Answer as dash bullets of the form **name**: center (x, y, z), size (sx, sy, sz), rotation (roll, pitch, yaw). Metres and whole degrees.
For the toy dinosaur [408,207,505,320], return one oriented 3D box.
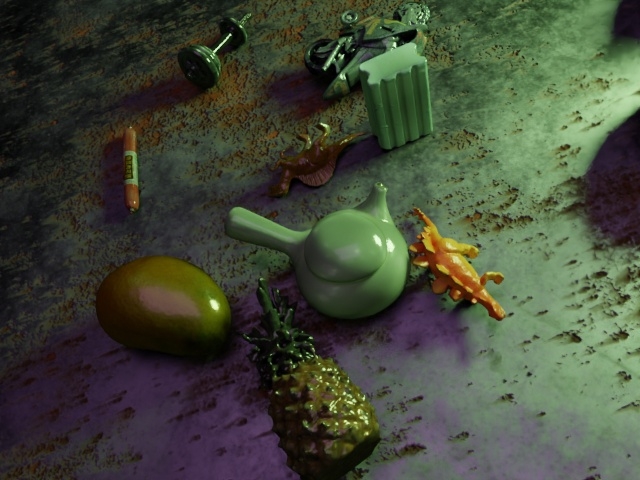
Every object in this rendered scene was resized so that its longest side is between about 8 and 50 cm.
- **toy dinosaur**: center (0.213, 0.033, 1.087), size (0.117, 0.070, 0.288), rotation (-6, 47, -35)

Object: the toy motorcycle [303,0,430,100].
- **toy motorcycle**: center (0.117, -0.422, 1.387), size (0.307, 0.108, 0.173), rotation (-26, 63, 0)

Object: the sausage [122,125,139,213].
- **sausage**: center (-0.421, -0.160, 1.397), size (0.034, 0.034, 0.253), rotation (-16, 58, 4)

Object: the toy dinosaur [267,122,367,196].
- **toy dinosaur**: center (-0.009, -0.165, 1.291), size (0.212, 0.057, 0.142), rotation (-6, 70, 11)

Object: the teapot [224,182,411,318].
- **teapot**: center (-0.004, 0.032, 1.113), size (0.319, 0.149, 0.219), rotation (-10, 56, 6)

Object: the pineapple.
- **pineapple**: center (-0.042, 0.210, 1.004), size (0.169, 0.169, 0.340), rotation (-31, 59, -6)

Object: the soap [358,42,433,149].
- **soap**: center (0.151, -0.274, 1.232), size (0.119, 0.198, 0.066), rotation (-23, 56, 0)

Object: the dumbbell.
- **dumbbell**: center (-0.241, -0.465, 1.504), size (0.110, 0.110, 0.254), rotation (21, 60, 24)

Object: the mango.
- **mango**: center (-0.278, 0.114, 1.139), size (0.255, 0.139, 0.175), rotation (8, 74, 9)
